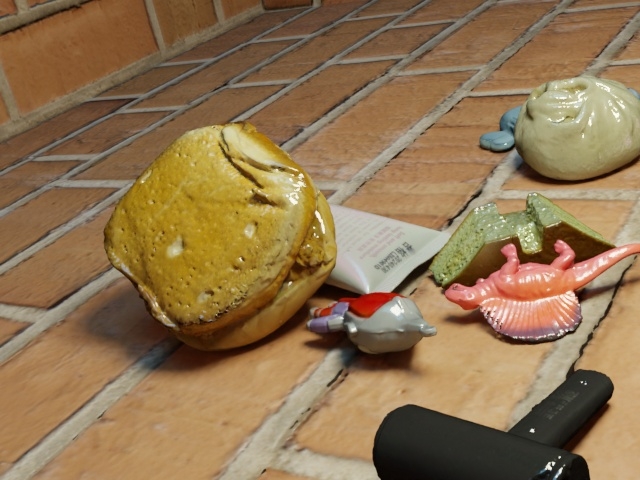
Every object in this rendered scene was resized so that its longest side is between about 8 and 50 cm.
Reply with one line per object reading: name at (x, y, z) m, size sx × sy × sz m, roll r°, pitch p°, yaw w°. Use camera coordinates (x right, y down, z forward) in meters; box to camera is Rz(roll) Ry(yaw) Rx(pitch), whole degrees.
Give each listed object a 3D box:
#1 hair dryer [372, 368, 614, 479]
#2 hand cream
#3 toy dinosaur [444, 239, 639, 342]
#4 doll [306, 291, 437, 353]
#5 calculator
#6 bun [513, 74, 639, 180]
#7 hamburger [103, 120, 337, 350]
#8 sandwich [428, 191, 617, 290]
hair dryer at (0.199, 0.188, 0.879) m, size 0.251 × 0.089 × 0.197 m, roll -22°, pitch 21°, yaw -41°
hand cream at (0.000, 0.000, 1.372) m, size 0.359 × 0.118 × 0.185 m, roll 16°, pitch 36°, yaw 37°
toy dinosaur at (0.295, 0.065, 1.117) m, size 0.286 × 0.070 × 0.139 m, roll -7°, pitch 35°, yaw 8°
doll at (0.066, 0.098, 1.131) m, size 0.102 × 0.075 × 0.227 m, roll -18°, pitch 12°, yaw -34°
calculator at (0.439, -0.225, 1.694) m, size 0.303 × 0.042 × 0.188 m, roll -17°, pitch 24°, yaw -8°
bun at (0.420, -0.200, 1.509) m, size 0.231 × 0.133 × 0.231 m, roll -9°, pitch 37°, yaw 6°
hamburger at (-0.136, -0.008, 1.260) m, size 0.284 × 0.174 × 0.304 m, roll -43°, pitch 46°, yaw 0°
sandwich at (0.264, -0.001, 1.229) m, size 0.244 × 0.088 × 0.090 m, roll -13°, pitch 27°, yaw 1°
